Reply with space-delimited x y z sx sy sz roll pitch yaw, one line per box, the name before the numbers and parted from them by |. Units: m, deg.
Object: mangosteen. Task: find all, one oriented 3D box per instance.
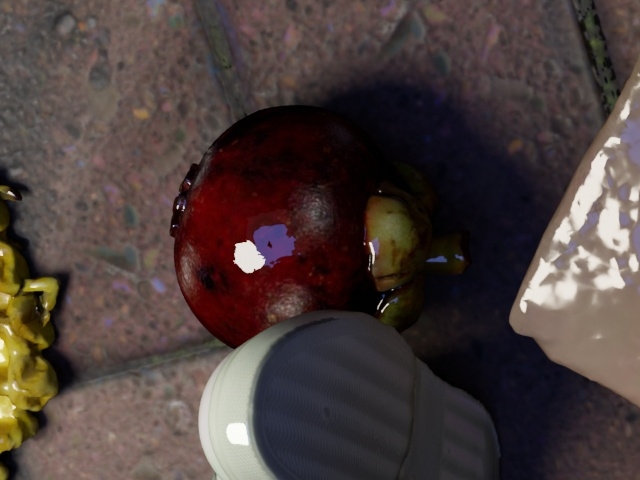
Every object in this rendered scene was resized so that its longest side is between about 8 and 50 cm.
mangosteen | 0.000 0.000 1.198 0.200 0.200 0.199 3 101 15

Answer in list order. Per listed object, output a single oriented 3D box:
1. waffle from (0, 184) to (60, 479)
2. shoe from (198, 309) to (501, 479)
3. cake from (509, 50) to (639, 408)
waffle | -0.331 0.066 1.355 0.329 0.062 0.329 3 100 15
shoe | -0.016 0.126 1.144 0.160 0.363 0.131 -4 75 24
cake | 0.274 -0.029 1.088 0.230 0.237 0.308 27 108 12
